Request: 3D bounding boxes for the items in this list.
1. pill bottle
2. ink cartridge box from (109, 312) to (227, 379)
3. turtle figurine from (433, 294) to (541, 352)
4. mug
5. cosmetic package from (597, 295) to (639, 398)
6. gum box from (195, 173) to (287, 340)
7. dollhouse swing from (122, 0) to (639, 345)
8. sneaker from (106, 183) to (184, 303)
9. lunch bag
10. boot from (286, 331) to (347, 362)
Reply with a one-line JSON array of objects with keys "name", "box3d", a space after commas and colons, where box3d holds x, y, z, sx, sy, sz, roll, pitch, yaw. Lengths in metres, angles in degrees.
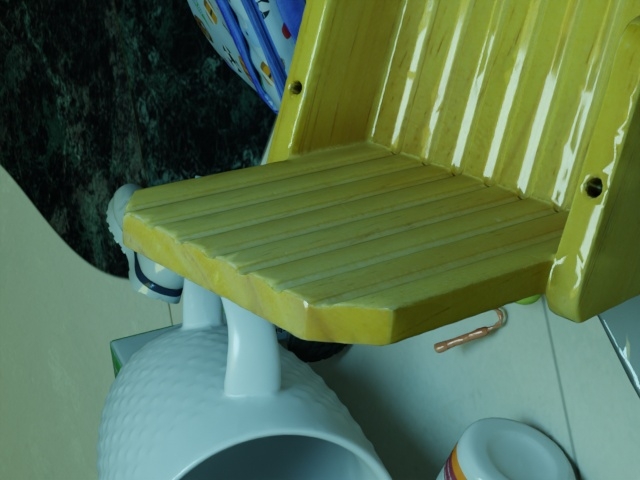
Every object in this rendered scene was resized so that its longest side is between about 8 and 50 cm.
[{"name": "pill bottle", "box3d": [0.150, 0.288, 1.367, 0.121, 0.121, 0.221, 51, 132, 34]}, {"name": "ink cartridge box", "box3d": [-0.159, 0.209, 1.675, 0.087, 0.153, 0.208, -135, 36, -58]}, {"name": "turtle figurine", "box3d": [0.156, -0.017, 1.336, 0.269, 0.087, 0.217, -41, 64, 44]}, {"name": "mug", "box3d": [-0.096, 0.190, 1.444, 0.328, 0.276, 0.374, -129, 37, -60]}, {"name": "cosmetic package", "box3d": [0.287, 0.070, 1.140, 0.107, 0.127, 0.238, -30, 71, 9]}, {"name": "gum box", "box3d": [-0.093, 0.017, 1.692, 0.157, 0.041, 0.184, 10, 103, 51]}, {"name": "dollhouse swing", "box3d": [0.062, -0.107, 1.048, 0.347, 0.305, 0.315, 25, 104, 45]}, {"name": "sneaker", "box3d": [-0.206, -0.017, 1.784, 0.095, 0.090, 0.235, -64, 34, 23]}, {"name": "lunch bag", "box3d": [-0.080, -0.283, 1.453, 0.243, 0.115, 0.303, 51, 170, 49]}, {"name": "boot", "box3d": [0.000, 0.000, 1.565, 0.161, 0.083, 0.246, 55, 135, 48]}]
